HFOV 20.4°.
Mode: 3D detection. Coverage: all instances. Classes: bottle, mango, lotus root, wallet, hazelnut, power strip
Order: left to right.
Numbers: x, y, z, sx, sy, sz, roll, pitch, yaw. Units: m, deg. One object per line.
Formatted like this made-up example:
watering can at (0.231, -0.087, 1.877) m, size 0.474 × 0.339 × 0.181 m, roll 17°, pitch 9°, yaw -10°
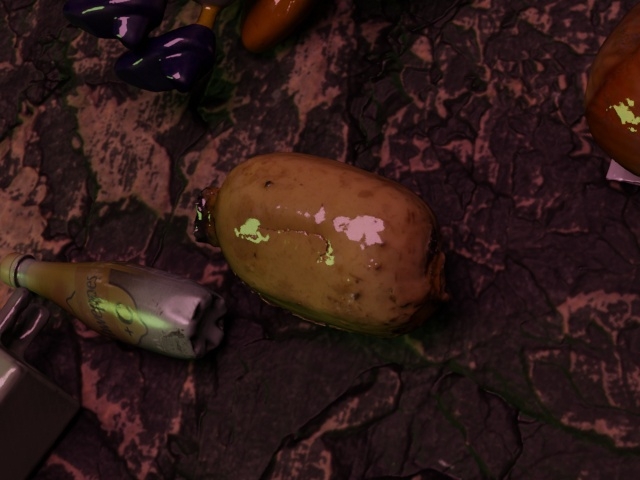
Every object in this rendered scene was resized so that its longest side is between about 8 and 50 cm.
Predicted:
power strip at (-0.343, 0.156, 1.805) m, size 0.140 × 0.139 × 0.224 m, roll 34°, pitch 83°, yaw 32°
bottle at (-0.222, 0.059, 1.834) m, size 0.269 × 0.083 × 0.083 m, roll 12°, pitch 72°, yaw 31°
mango at (-0.045, -0.251, 1.914) m, size 0.114 × 0.060 × 0.080 m, roll -43°, pitch 23°, yaw 14°
lotus root at (0.000, 0.000, 1.723) m, size 0.284 × 0.146 × 0.160 m, roll 13°, pitch 110°, yaw 25°
wallet at (0.308, -0.092, 1.720) m, size 0.044 × 0.011 × 0.083 m, roll 11°, pitch 71°, yaw 27°
hazelnut at (0.353, -0.139, 1.624) m, size 0.214 × 0.176 × 0.214 m, roll -5°, pitch 56°, yaw 7°

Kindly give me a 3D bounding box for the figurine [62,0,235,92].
figurine at (-0.115, -0.350, 1.916) m, size 0.193 × 0.154 × 0.421 m, roll -19°, pitch 41°, yaw 43°
